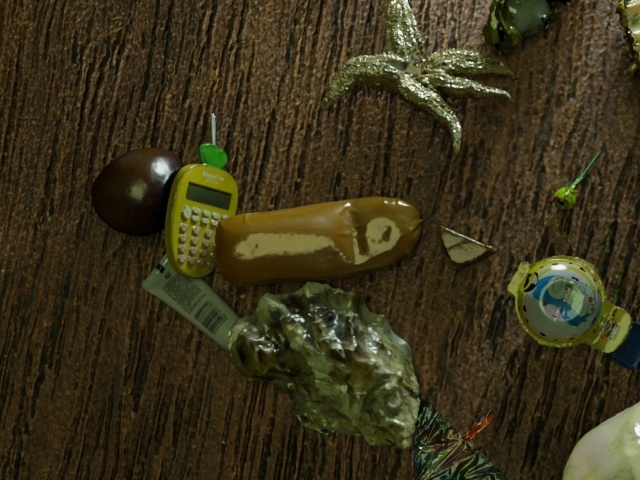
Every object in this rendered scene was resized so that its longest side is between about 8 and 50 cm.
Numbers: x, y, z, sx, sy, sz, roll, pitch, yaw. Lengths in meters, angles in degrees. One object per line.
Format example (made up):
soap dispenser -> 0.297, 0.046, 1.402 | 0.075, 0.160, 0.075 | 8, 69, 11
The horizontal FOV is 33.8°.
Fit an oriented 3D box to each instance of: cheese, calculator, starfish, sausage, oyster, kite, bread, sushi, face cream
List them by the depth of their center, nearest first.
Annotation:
cheese -> 0.427, 0.118, 1.730 | 0.250, 0.064, 0.156 | 30, 89, 0
oyster -> 0.026, 0.214, 1.755 | 0.351, 0.115, 0.238 | 44, 93, 9
kite -> 0.225, 0.354, 1.759 | 0.189, 0.009, 0.232 | -45, 79, 0
sushi -> 0.379, -0.446, 1.781 | 0.131, 0.139, 0.291 | 44, 89, 5
bread -> 0.239, 0.022, 1.784 | 0.109, 0.043, 0.062 | 20, 84, 10
sausage -> 0.001, 0.002, 1.794 | 0.354, 0.116, 0.134 | -6, 69, 6
starfish -> 0.199, -0.290, 1.814 | 0.293, 0.084, 0.301 | 27, 71, 18
calculator -> -0.206, -0.051, 1.826 | 0.032, 0.146, 0.235 | 6, 84, 42
face cream -> -0.204, 0.120, 1.844 | 0.243, 0.058, 0.092 | 40, 96, 17

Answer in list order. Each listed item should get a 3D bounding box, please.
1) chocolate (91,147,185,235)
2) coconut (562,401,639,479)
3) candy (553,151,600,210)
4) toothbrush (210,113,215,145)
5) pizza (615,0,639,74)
chocolate -> -0.320, -0.088, 1.838 | 0.176, 0.177, 0.177 | -1, 82, 9
coconut -> 0.531, 0.396, 1.556 | 0.352, 0.352, 0.353 | -1, 82, 9
candy -> 0.437, -0.102, 1.779 | 0.123, 0.035, 0.035 | -50, 121, -9
toothbrush -> -0.186, -0.150, 1.896 | 0.017, 0.014, 0.162 | -2, 81, -10
pizza -> 0.634, -0.298, 1.747 | 0.251, 0.074, 0.288 | -9, 82, 9
